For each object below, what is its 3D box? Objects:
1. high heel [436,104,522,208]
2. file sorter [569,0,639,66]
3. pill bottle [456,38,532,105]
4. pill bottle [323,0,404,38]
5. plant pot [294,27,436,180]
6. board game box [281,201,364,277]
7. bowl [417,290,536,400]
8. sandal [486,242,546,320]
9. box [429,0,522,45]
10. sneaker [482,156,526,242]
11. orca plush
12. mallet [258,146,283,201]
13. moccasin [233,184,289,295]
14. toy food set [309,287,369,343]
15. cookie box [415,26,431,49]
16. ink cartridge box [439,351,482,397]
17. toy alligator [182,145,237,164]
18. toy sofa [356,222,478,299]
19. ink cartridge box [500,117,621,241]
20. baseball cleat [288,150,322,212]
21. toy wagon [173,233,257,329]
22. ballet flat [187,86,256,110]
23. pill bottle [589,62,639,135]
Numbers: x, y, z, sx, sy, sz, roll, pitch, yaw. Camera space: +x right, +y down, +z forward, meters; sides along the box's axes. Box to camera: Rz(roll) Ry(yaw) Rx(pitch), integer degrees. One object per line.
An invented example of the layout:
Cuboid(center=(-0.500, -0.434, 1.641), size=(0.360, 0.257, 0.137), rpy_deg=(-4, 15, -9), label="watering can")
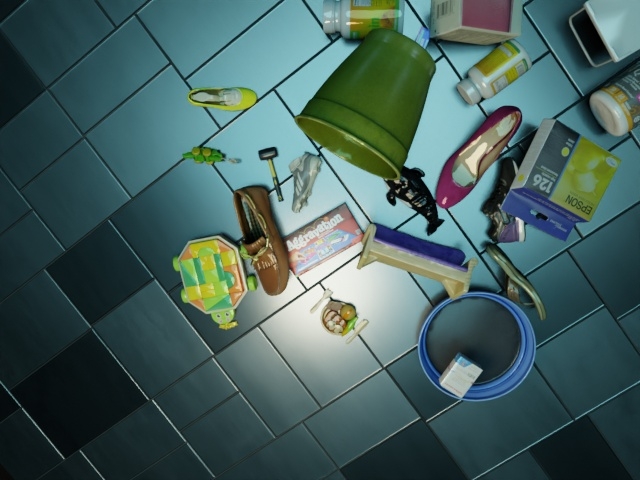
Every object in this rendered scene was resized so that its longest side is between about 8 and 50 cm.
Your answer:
Cuboid(center=(0.489, -0.259, 1.698), size=(0.127, 0.181, 0.377), rpy_deg=(29, 100, 0), label="high heel")
Cuboid(center=(0.924, -0.673, 1.597), size=(0.278, 0.173, 0.192), rpy_deg=(-30, 95, 9), label="file sorter")
Cuboid(center=(0.537, -0.519, 1.683), size=(0.208, 0.117, 0.117), rpy_deg=(-37, 95, 10), label="pill bottle")
Cuboid(center=(0.133, -0.697, 1.676), size=(0.246, 0.136, 0.136), rpy_deg=(2, 100, 5), label="pill bottle")
Cuboid(center=(0.167, -0.425, 1.638), size=(0.367, 0.366, 0.352), rpy_deg=(30, 89, -1), label="plant pot")
Cuboid(center=(0.000, 0.000, 1.861), size=(0.281, 0.027, 0.145), rpy_deg=(-30, 95, 9), label="board game box")
Cuboid(center=(0.529, 0.355, 1.852), size=(0.392, 0.077, 0.390), rpy_deg=(1, 100, 4), label="bowl")
Cuboid(center=(0.642, 0.142, 1.794), size=(0.086, 0.120, 0.302), rpy_deg=(-41, 86, 16), label="sandal")
Cuboid(center=(0.461, -0.668, 1.602), size=(0.233, 0.149, 0.126), rpy_deg=(-4, 99, -26), label="box")
Cuboid(center=(0.591, -0.127, 1.755), size=(0.124, 0.107, 0.283), rpy_deg=(-6, 99, 12), label="sneaker")
Cuboid(center=(0.300, -0.141, 1.774), size=(0.151, 0.102, 0.287), rpy_deg=(-26, 97, 8), label="orca plush")
Cuboid(center=(-0.151, -0.227, 1.835), size=(0.063, 0.039, 0.189), rpy_deg=(-22, 102, 6), label="mallet")
Cuboid(center=(-0.204, 0.005, 1.802), size=(0.139, 0.147, 0.379), rpy_deg=(-4, 101, 36), label="moccasin")
Cuboid(center=(0.062, 0.274, 1.895), size=(0.192, 0.038, 0.132), rpy_deg=(39, 100, -2), label="toy food set")
Cuboid(center=(0.312, -0.609, 1.691), size=(0.040, 0.107, 0.091), rpy_deg=(22, 100, 1), label="cookie box")
Cuboid(center=(0.468, 0.450, 1.808), size=(0.089, 0.052, 0.122), rpy_deg=(33, 99, -1), label="ink cartridge box")
Cuboid(center=(-0.372, -0.293, 1.833), size=(0.190, 0.056, 0.051), rpy_deg=(6, 60, 4), label="toy alligator")
Cuboid(center=(0.311, 0.048, 1.749), size=(0.363, 0.150, 0.177), rpy_deg=(19, 72, 2), label="toy sofa")
Cuboid(center=(0.754, -0.178, 1.688), size=(0.304, 0.072, 0.307), rpy_deg=(21, 94, -23), label="ink cartridge box")
Cuboid(center=(-0.070, -0.199, 1.822), size=(0.110, 0.072, 0.205), rpy_deg=(27, 96, 14), label="baseball cleat")
Cuboid(center=(-0.362, 0.155, 1.896), size=(0.268, 0.068, 0.344), rpy_deg=(-11, 98, 7), label="toy wagon")
Cuboid(center=(-0.330, -0.471, 1.783), size=(0.231, 0.077, 0.077), rpy_deg=(2, 99, 4), label="ballet flat")
Cuboid(center=(0.985, -0.455, 1.635), size=(0.279, 0.162, 0.162), rpy_deg=(-34, 95, 9), label="pill bottle")
